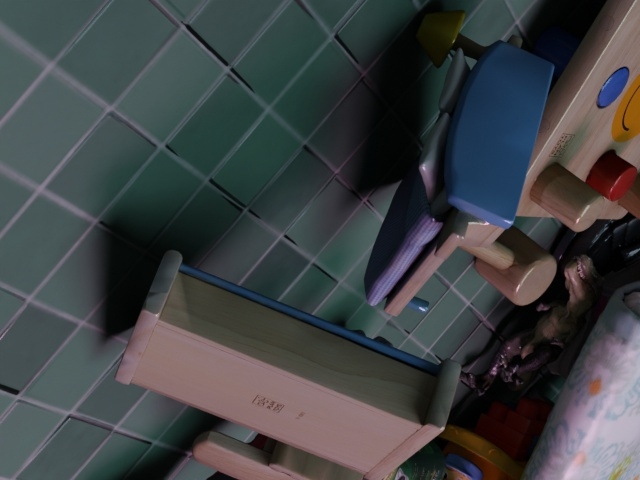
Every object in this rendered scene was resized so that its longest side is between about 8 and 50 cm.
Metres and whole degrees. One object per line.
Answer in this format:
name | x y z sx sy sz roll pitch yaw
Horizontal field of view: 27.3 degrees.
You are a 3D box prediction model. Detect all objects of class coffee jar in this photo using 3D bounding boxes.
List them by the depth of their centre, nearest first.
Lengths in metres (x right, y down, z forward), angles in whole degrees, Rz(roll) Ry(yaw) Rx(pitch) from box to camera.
coffee jar | 0.048 0.219 1.277 0.096 0.079 0.184 -49 153 6

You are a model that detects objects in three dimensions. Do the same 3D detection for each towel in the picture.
towel | 0.361 0.187 1.433 0.374 0.090 0.320 -6 122 -48

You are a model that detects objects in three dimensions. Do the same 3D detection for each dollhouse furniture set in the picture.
dollhouse furniture set | 0.000 0.000 0.960 0.286 0.198 0.303 123 -12 -61

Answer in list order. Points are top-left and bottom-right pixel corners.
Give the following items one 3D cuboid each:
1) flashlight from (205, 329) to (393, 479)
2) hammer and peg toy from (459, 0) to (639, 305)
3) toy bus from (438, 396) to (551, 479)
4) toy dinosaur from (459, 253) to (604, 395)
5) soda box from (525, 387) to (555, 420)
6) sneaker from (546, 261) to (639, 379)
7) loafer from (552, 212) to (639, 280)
flashlight | -0.058 0.187 1.079 0.304 0.103 0.103 -39 174 -27
hammer and peg toy | 0.240 -0.082 1.126 0.266 0.127 0.361 1 124 -55
toy bus | 0.178 0.269 1.473 0.220 0.149 0.211 10 104 -55
toy dinosaur | 0.215 0.118 1.382 0.118 0.064 0.268 -27 159 -30
soda box | 0.296 0.291 1.701 0.098 0.091 0.286 -47 152 -6
sneaker | 0.358 0.087 1.517 0.103 0.111 0.252 -25 143 -37
loafer | 0.373 -0.049 1.388 0.302 0.095 0.109 -42 152 -14
